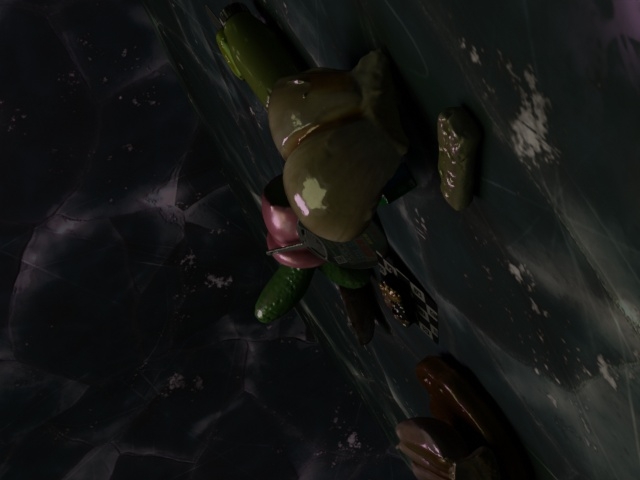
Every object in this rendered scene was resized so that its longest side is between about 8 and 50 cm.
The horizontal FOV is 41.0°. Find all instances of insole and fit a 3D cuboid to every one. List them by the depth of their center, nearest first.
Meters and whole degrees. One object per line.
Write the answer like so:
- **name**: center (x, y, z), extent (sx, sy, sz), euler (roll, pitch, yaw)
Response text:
- **insole**: center (-0.254, -0.549, 2.278), extent (0.232, 0.003, 0.080), euler (55, 170, 27)

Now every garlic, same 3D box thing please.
- **garlic**: center (0.028, -0.154, 1.385), extent (0.286, 0.249, 0.313), euler (60, 162, -1)
- **garlic**: center (0.294, 0.504, 1.877), extent (0.279, 0.132, 0.325), euler (59, 167, -10)

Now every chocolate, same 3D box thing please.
- **chocolate**: center (0.107, 0.174, 2.391), extent (0.157, 0.080, 0.254), euler (-109, -1, -49)

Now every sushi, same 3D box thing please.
- **sushi**: center (0.179, 0.147, 1.915), extent (0.192, 0.050, 0.215), euler (44, 165, 28)

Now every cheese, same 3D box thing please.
- **cheese**: center (0.188, -0.111, 1.182), extent (0.065, 0.043, 0.194), euler (53, 170, 27)

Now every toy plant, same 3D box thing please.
- **toy plant**: center (-0.049, 0.012, 2.113), extent (0.356, 0.316, 0.211), euler (80, 166, -44)

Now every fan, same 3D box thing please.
- **fan**: center (0.032, 0.010, 1.931), extent (0.223, 0.012, 0.294), euler (29, 140, -13)

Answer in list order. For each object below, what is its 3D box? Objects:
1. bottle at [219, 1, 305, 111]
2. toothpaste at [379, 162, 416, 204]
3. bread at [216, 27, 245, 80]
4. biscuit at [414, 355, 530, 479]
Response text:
- **bottle**: center (-0.123, -0.382, 1.773), extent (0.260, 0.112, 0.112), euler (56, 170, 21)
- **toothpaste**: center (0.103, -0.099, 1.597), extent (0.050, 0.065, 0.266), euler (61, 170, -6)
- **bread**: center (-0.195, -0.451, 2.060), extent (0.139, 0.071, 0.130), euler (52, 165, 48)
- **biscuit**: center (0.339, 0.417, 1.939), extent (0.359, 0.074, 0.381), euler (60, 172, -7)
